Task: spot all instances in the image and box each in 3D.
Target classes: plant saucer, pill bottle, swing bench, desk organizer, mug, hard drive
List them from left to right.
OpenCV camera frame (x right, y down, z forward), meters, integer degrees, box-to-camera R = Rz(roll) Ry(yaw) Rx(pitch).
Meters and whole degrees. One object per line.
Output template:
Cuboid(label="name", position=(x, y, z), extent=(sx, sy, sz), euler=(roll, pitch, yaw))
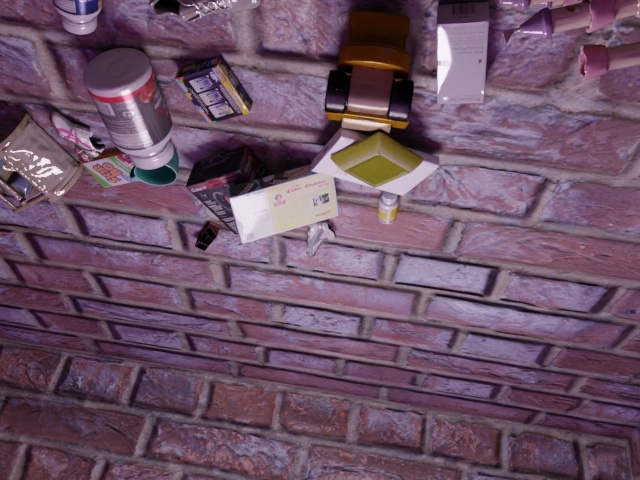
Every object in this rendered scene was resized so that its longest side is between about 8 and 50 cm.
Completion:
Cuboid(label="swing bench", position=(-0.964, -0.244, 1.921), extent=(0.254, 0.165, 0.253), euler=(-10, 140, 26))
Cuboid(label="pill bottle", position=(-0.568, -0.583, 1.386), extent=(0.112, 0.112, 0.187), euler=(16, 145, -7))
Cuboid(label="pill bottle", position=(-0.510, -0.349, 1.641), extent=(0.176, 0.176, 0.319), euler=(5, 145, 8))
Cuboid(label="mug", position=(-0.518, -0.245, 1.843), extent=(0.157, 0.097, 0.129), euler=(2, 152, -3))
Cuboid(label="desk organizer", position=(-0.417, -0.015, 2.194), extent=(0.047, 0.050, 0.130), euler=(25, 142, -20))
Cuboid(label="hard drive", position=(0.153, -0.218, 1.700), extent=(0.307, 0.040, 0.203), euler=(12, 154, -21))
Cuboid(label="plant saucer", position=(0.153, -0.205, 1.621), extent=(0.188, 0.045, 0.188), euler=(23, 150, -38))
Cuboid(label="pill bottle", position=(0.214, -0.110, 1.881), extent=(0.065, 0.065, 0.116), euler=(7, 145, 5))

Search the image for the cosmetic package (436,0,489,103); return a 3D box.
Cuboid(label="cosmetic package", position=(0.329, -0.430, 1.386), extent=(0.117, 0.086, 0.231), euler=(1, 143, 14))

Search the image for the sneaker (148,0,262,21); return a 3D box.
Cuboid(label="sneaker", position=(-0.264, -0.540, 1.356), extent=(0.262, 0.121, 0.099), euler=(4, 145, 9))

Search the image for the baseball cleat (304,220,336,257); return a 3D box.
Cuboid(label="baseball cleat", position=(0.000, 0.000, 2.089), extent=(0.109, 0.072, 0.206), euler=(3, 148, 0))

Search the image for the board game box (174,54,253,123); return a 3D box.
Cuboid(label="board game box", position=(-0.287, -0.406, 1.615), extent=(0.141, 0.048, 0.170), euler=(-10, 140, 23))

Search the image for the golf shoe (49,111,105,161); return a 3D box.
Cuboid(label="golf shoe", position=(-0.751, -0.333, 1.839), extent=(0.086, 0.067, 0.186), euler=(-32, 131, 7))

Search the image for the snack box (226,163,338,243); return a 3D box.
Cuboid(label="snack box", position=(-0.110, -0.117, 1.820), extent=(0.321, 0.060, 0.187), euler=(-16, 133, -8))

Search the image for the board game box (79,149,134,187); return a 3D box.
Cuboid(label="board game box", position=(-0.666, -0.240, 1.963), extent=(0.259, 0.039, 0.124), euler=(-5, 141, 26))

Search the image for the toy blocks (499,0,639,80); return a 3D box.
Cuboid(label="toy blocks", position=(0.453, -0.492, 1.088), extent=(0.260, 0.289, 0.309), euler=(-6, 145, 14))

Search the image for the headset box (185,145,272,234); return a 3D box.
Cuboid(label="headset box", position=(-0.264, -0.162, 1.894), extent=(0.218, 0.110, 0.293), euler=(-13, 139, 29))

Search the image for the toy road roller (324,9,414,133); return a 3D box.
Cuboid(label="toy road roller", position=(0.128, -0.400, 1.428), extent=(0.202, 0.241, 0.329), euler=(8, -178, 3))
